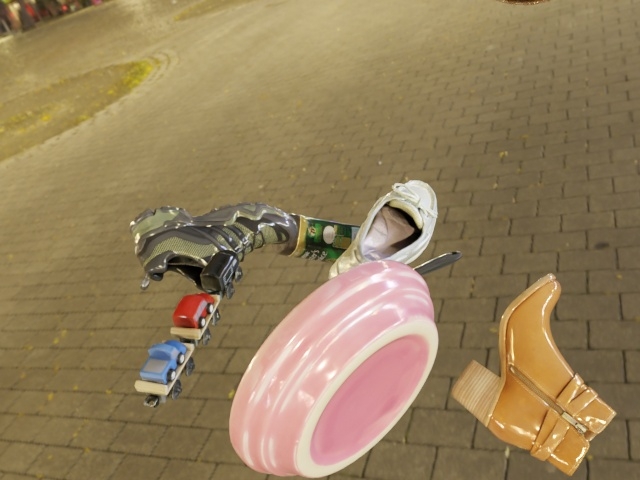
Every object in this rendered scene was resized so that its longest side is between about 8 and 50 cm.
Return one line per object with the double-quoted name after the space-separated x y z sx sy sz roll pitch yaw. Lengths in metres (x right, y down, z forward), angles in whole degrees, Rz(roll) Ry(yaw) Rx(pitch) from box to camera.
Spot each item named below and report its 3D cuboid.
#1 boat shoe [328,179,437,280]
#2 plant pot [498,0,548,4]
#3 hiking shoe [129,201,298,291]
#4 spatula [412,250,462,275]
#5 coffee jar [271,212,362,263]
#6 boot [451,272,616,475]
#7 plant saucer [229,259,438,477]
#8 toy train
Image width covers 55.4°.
0.128 -0.018 1.047 0.118 0.103 0.320 40 46 8 "boat shoe"
0.322 -0.499 0.893 0.216 0.215 0.230 -1 42 32 "plant pot"
-0.134 0.016 0.813 0.227 0.114 0.086 -4 -21 -23 "hiking shoe"
0.150 0.089 1.189 0.297 0.030 0.084 -28 25 -9 "spatula"
0.000 0.000 1.201 0.185 0.078 0.096 10 -16 -15 "coffee jar"
0.377 0.210 0.989 0.220 0.109 0.283 32 72 26 "boot"
0.040 0.183 0.792 0.332 0.332 0.084 -35 51 -24 "plant saucer"
-0.095 0.059 0.464 0.027 0.036 0.158 6 37 13 "toy train"
